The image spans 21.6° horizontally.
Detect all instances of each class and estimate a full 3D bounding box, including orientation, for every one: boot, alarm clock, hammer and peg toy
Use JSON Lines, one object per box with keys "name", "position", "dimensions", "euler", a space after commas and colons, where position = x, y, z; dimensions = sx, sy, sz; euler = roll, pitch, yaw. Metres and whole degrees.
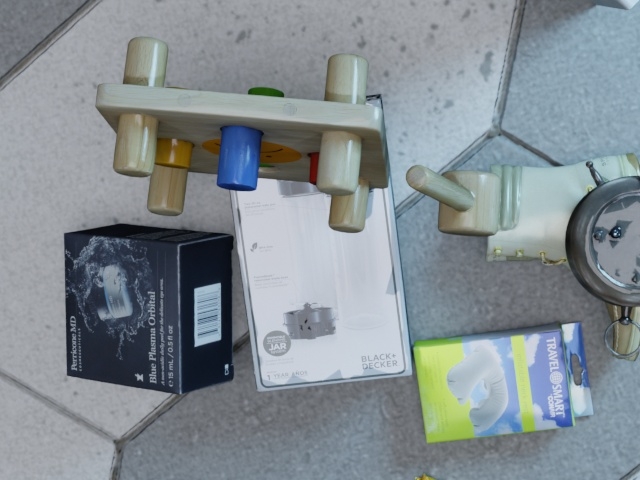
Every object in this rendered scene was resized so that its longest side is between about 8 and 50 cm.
{"name": "boot", "position": [0.252, 0.021, 1.728], "dimensions": [0.165, 0.077, 0.213], "euler": [-3, 92, 5]}
{"name": "alarm clock", "position": [0.308, 0.021, 1.657], "dimensions": [0.129, 0.064, 0.192], "euler": [5, 91, 1]}
{"name": "hammer and peg toy", "position": [-0.010, -0.093, 1.554], "dimensions": [0.361, 0.266, 0.127], "euler": [5, 80, 6]}

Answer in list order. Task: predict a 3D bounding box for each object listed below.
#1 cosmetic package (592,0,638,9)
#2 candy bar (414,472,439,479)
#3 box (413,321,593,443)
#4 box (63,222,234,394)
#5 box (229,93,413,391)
{"name": "cosmetic package", "position": [0.196, -0.339, 1.530], "dimensions": [0.097, 0.377, 0.284], "euler": [-44, 93, 10]}
{"name": "candy bar", "position": [0.174, 0.292, 1.801], "dimensions": [0.161, 0.018, 0.040], "euler": [19, 99, 1]}
{"name": "box", "position": [0.193, 0.149, 1.768], "dimensions": [0.178, 0.042, 0.109], "euler": [-8, 98, 7]}
{"name": "box", "position": [-0.177, 0.068, 1.734], "dimensions": [0.158, 0.093, 0.156], "euler": [5, 99, 34]}
{"name": "box", "position": [0.000, 0.000, 1.741], "dimensions": [0.169, 0.087, 0.290], "euler": [-8, 98, 6]}
